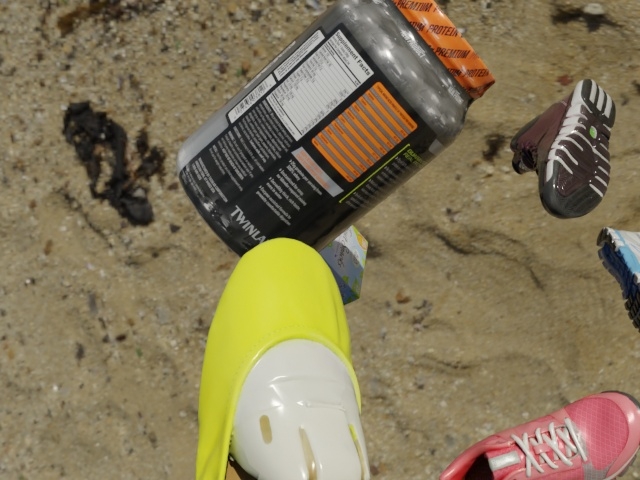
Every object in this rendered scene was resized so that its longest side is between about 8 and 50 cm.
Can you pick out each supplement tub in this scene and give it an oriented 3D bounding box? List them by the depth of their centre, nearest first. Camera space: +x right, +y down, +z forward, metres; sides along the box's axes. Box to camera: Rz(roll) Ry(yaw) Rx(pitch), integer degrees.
[{"bbox_3d":[0.017,-0.133,0.890,0.338,0.207,0.207,-39,75,15],"label":"supplement tub"}]

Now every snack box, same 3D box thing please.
[{"bbox_3d":[0.000,0.000,1.471,0.070,0.174,0.207,-27,120,27],"label":"snack box"}]

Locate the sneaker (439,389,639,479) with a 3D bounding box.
[{"bbox_3d":[0.299,0.305,1.071,0.314,0.136,0.116,-37,57,31],"label":"sneaker"}]

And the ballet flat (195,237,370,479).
[{"bbox_3d":[-0.016,0.113,0.321,0.077,0.077,0.231,0,77,61],"label":"ballet flat"}]

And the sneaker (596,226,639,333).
[{"bbox_3d":[0.454,0.052,1.064,0.071,0.083,0.190,90,173,-49],"label":"sneaker"}]

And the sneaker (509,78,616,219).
[{"bbox_3d":[0.352,-0.114,1.186,0.106,0.281,0.162,42,141,-14],"label":"sneaker"}]
